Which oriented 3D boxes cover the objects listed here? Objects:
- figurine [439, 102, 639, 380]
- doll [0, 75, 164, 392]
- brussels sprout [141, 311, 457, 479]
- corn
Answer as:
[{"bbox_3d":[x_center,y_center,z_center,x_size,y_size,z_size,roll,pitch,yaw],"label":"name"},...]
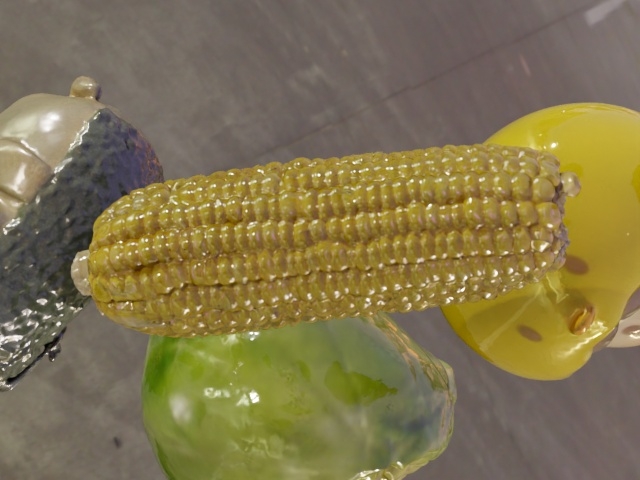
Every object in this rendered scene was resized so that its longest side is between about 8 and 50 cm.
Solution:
[{"bbox_3d":[0.245,0.021,0.796,0.344,0.215,0.187,16,26,-29],"label":"figurine"},{"bbox_3d":[-0.323,-0.014,1.112,0.247,0.247,0.349,46,59,-34],"label":"doll"},{"bbox_3d":[-0.028,0.164,1.060,0.344,0.268,0.344,30,5,-3],"label":"brussels sprout"},{"bbox_3d":[0.000,0.000,0.486,0.080,0.238,0.080,-7,90,-82],"label":"corn"}]
